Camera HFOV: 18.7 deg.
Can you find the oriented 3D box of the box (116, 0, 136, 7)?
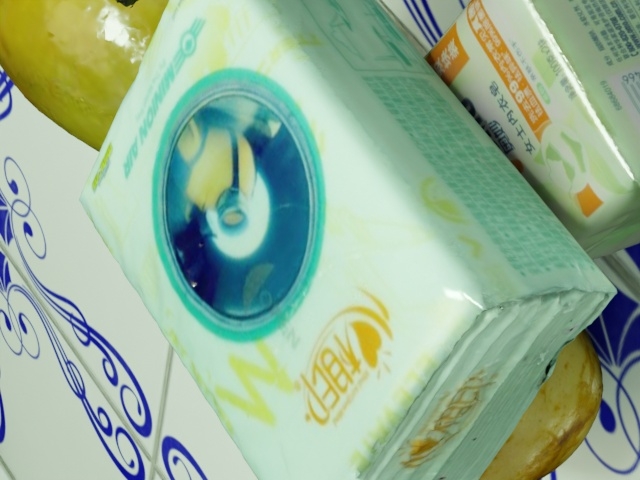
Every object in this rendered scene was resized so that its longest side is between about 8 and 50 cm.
[{"bbox_3d":[-0.087,-0.401,1.410,0.420,0.373,0.138,55,151,23],"label":"box"}]

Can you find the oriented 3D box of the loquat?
[{"bbox_3d":[-0.180,-0.204,1.859,0.284,0.276,0.276,59,152,9],"label":"loquat"}]

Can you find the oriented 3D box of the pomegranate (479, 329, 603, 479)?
[{"bbox_3d":[0.115,0.097,1.589,0.248,0.248,0.248,40,142,41],"label":"pomegranate"}]

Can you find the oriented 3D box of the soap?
[{"bbox_3d":[0.191,-0.101,1.391,0.199,0.138,0.182,61,153,13],"label":"soap"}]

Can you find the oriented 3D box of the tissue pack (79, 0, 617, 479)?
[{"bbox_3d":[0.000,0.000,1.426,0.388,0.162,0.287,54,131,31],"label":"tissue pack"}]
